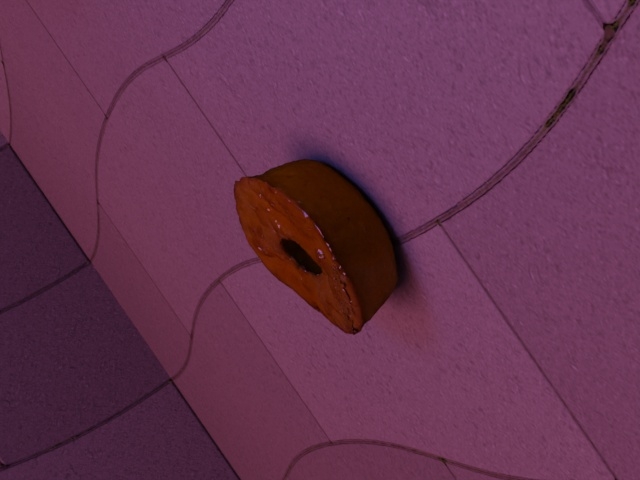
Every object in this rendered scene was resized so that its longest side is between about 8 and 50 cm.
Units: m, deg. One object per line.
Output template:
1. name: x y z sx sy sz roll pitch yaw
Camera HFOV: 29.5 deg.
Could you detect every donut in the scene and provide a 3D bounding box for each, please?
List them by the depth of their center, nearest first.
1. donut: 0.002 0.002 1.722 0.277 0.108 0.277 45 157 25
